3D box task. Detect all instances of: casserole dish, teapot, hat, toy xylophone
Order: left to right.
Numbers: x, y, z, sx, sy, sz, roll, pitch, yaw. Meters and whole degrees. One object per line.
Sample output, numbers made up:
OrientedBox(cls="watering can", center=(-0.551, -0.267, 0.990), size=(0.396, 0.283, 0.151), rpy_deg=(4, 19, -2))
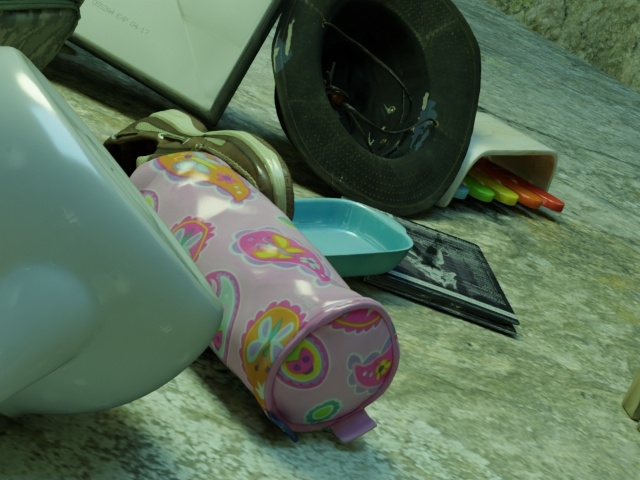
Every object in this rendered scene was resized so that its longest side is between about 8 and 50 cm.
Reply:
OrientedBox(cls="teapot", center=(-0.196, 0.017, 1.038), size=(0.252, 0.187, 0.256), rpy_deg=(51, -1, 22))
OrientedBox(cls="casserole dish", center=(0.000, 0.000, 1.571), size=(0.188, 0.037, 0.114), rpy_deg=(-4, 30, -41))
OrientedBox(cls="hat", center=(0.038, -0.177, 1.947), size=(0.331, 0.331, 0.134), rpy_deg=(12, -19, -36))
OrientedBox(cls="toy xylophone", center=(0.174, -0.118, 2.145), size=(0.236, 0.081, 0.322), rpy_deg=(35, 19, 34))

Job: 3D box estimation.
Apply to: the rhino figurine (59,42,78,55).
OrientedBox(cls="rhino figurine", center=(-0.372, -0.233, 1.770), size=(0.243, 0.073, 0.106), rpy_deg=(19, 13, -20))

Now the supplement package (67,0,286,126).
OrientedBox(cls="supplement package", center=(-0.181, -0.284, 1.855), size=(0.261, 0.204, 0.145), rpy_deg=(30, -3, 1))

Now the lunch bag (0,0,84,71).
OrientedBox(cls="lunch bag", center=(-0.345, -0.240, 1.497), size=(0.212, 0.256, 0.305), rpy_deg=(27, 17, 16))

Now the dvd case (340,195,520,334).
OrientedBox(cls="dvd case", center=(0.106, 0.023, 1.713), size=(0.164, 0.018, 0.221), rpy_deg=(20, 17, -13))

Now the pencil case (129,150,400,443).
OrientedBox(cls="pencil case", center=(-0.053, 0.037, 1.278), size=(0.124, 0.124, 0.284), rpy_deg=(10, 22, -40))

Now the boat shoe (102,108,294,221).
OrientedBox(cls="boat shoe", center=(-0.118, -0.052, 1.492), size=(0.095, 0.095, 0.257), rpy_deg=(-15, 19, -28))

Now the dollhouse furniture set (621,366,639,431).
OrientedBox(cls="dollhouse furniture set", center=(0.377, 0.134, 1.544), size=(0.151, 0.123, 0.144), rpy_deg=(19, 17, -15))
